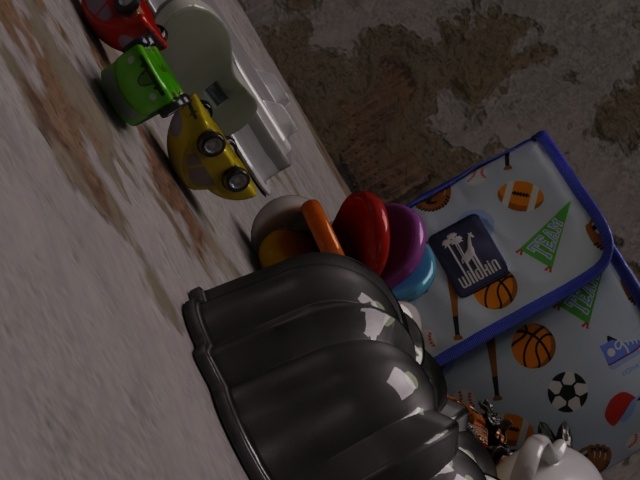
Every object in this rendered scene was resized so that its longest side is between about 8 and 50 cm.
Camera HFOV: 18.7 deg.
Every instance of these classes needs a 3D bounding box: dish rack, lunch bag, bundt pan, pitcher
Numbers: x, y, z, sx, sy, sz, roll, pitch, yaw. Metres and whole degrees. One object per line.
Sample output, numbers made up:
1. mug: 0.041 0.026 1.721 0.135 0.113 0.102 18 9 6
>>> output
1. dish rack: -0.122 -0.229 2.265 0.333 0.072 0.285 58 5 -15
2. lunch bag: 0.223 0.107 2.311 0.385 0.327 0.239 60 0 -7
3. bundt pan: 0.044 0.148 1.308 0.331 0.124 0.331 60 5 -9
4. pitcher: 0.214 0.253 1.908 0.125 0.178 0.207 22 20 19

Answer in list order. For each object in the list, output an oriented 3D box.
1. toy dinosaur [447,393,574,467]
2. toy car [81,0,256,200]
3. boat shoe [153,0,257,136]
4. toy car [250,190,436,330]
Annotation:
1. toy dinosaur: 0.191 0.278 2.112 0.218 0.164 0.322 25 39 -63
2. toy car: -0.135 -0.123 1.520 0.239 0.053 0.225 59 5 -3
3. boat shoe: -0.128 -0.181 1.909 0.081 0.079 0.227 52 -5 27
4. toy car: 0.034 0.018 1.793 0.182 0.136 0.159 24 29 -44
